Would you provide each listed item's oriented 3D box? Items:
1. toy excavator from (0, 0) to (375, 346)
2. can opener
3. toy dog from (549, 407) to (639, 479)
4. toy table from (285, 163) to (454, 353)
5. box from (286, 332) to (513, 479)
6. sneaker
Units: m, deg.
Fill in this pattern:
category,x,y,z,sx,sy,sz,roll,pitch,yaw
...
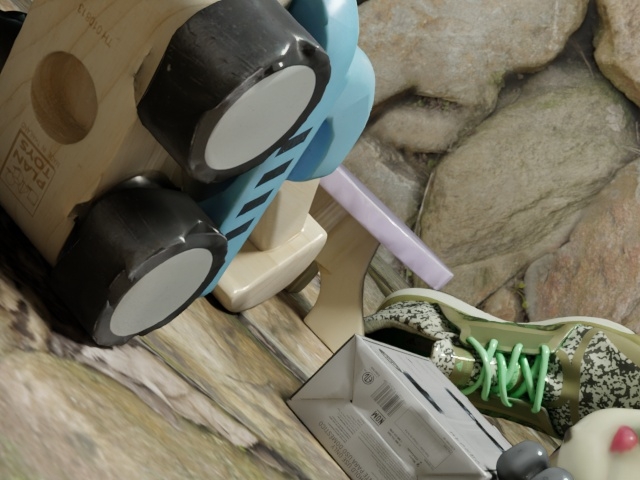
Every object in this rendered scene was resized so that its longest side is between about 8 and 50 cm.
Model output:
category,x,y,z,sx,sy,sz,roll,pitch,yaw
toy excavator,-0.071,-0.072,0.919,0.222,0.433,0.445,47,34,19
can opener,0.227,0.278,1.050,0.076,0.095,0.283,46,-20,52
toy dog,0.416,0.282,1.199,0.408,0.284,0.395,9,-34,29
toy table,0.000,0.000,1.397,0.274,0.161,0.252,46,6,20
box,0.095,0.186,1.121,0.169,0.087,0.290,47,6,18
sneaker,0.199,0.156,1.416,0.410,0.158,0.182,8,6,34
